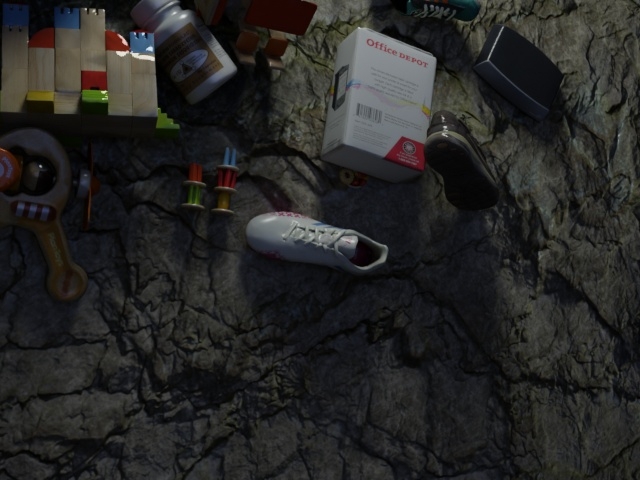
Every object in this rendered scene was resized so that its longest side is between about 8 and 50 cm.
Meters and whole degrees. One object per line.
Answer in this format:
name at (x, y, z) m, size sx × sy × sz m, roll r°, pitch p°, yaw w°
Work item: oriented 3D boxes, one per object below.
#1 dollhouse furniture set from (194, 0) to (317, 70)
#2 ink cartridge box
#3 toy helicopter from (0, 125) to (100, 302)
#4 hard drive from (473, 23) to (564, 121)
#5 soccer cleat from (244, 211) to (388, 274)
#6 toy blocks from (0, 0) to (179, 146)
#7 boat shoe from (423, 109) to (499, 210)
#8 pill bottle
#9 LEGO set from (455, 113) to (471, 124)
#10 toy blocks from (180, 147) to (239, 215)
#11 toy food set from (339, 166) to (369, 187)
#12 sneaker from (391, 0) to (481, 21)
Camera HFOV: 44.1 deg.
dollhouse furniture set at (-0.131, -0.495, 1.682) m, size 0.259 × 0.262 × 0.135 m, roll 4°, pitch 43°, yaw -31°
ink cartridge box at (0.140, -0.315, 1.878) m, size 0.226 × 0.131 × 0.306 m, roll 16°, pitch 71°, yaw -24°
toy helicopter at (-0.524, -0.051, 1.547) m, size 0.235 × 0.140 × 0.355 m, roll -21°, pitch 106°, yaw -23°
hard drive at (0.546, -0.459, 2.145) m, size 0.255 × 0.054 × 0.172 m, roll 34°, pitch 71°, yaw -19°
soccer cleat at (0.000, 0.000, 1.775) m, size 0.331 × 0.143 × 0.116 m, roll 13°, pitch 78°, yaw -24°
toy blocks at (-0.480, -0.345, 1.583) m, size 0.382 × 0.191 × 0.260 m, roll 0°, pitch 71°, yaw -17°
boat shoe at (0.351, -0.191, 1.911) m, size 0.355 × 0.132 × 0.130 m, roll 49°, pitch 43°, yaw -55°
pill bottle at (-0.295, -0.418, 1.690) m, size 0.131 × 0.131 × 0.229 m, roll -42°, pitch 102°, yaw -24°
LEGO set at (0.354, -0.301, 2.055) m, size 0.083 × 0.023 × 0.054 m, roll -11°, pitch 87°, yaw -13°
toy blocks at (-0.239, -0.135, 1.725) m, size 0.123 × 0.054 × 0.148 m, roll 10°, pitch 80°, yaw -25°
toy food set at (0.084, -0.167, 1.904) m, size 0.083 × 0.020 × 0.082 m, roll 21°, pitch 75°, yaw -22°
sneaker at (0.260, -0.607, 2.002) m, size 0.302 × 0.108 × 0.121 m, roll 20°, pitch 76°, yaw -14°
